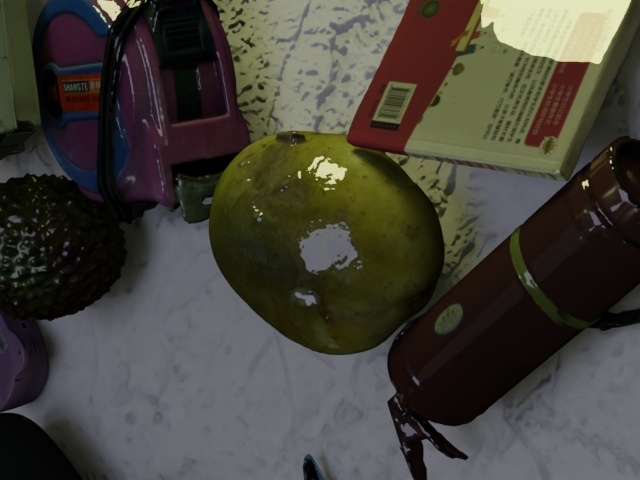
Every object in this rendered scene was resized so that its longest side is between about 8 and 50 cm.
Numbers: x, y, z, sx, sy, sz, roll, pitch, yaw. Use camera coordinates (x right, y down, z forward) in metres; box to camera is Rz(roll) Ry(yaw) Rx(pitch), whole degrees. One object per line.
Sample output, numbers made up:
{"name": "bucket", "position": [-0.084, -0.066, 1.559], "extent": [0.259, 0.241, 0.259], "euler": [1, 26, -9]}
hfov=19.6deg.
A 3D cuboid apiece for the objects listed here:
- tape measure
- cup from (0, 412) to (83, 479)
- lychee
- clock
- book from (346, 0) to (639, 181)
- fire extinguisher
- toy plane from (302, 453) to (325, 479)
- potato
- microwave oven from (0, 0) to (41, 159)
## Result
{"name": "tape measure", "position": [-0.170, -0.136, 1.769], "extent": [0.231, 0.149, 0.245], "euler": [5, 106, 57]}
{"name": "cup", "position": [-0.321, 0.302, 1.972], "extent": [0.176, 0.169, 0.223], "euler": [34, 152, 31]}
{"name": "lychee", "position": [-0.277, 0.004, 1.887], "extent": [0.171, 0.171, 0.171], "euler": [5, 98, 45]}
{"name": "clock", "position": [-0.352, 0.106, 2.043], "extent": [0.110, 0.050, 0.153], "euler": [-51, 59, 36]}
{"name": "book", "position": [0.137, -0.134, 1.486], "extent": [0.232, 0.022, 0.162], "euler": [12, 73, 44]}
{"name": "fire extinguisher", "position": [0.161, 0.068, 1.471], "extent": [0.341, 0.105, 0.141], "euler": [-46, 62, 35]}
{"name": "toy plane", "position": [0.009, 0.313, 1.670], "extent": [0.169, 0.078, 0.246], "euler": [-29, 73, 44]}
{"name": "potato", "position": [0.000, -0.002, 1.603], "extent": [0.228, 0.148, 0.197], "euler": [49, 118, 33]}
{"name": "microwave oven", "position": [-0.437, -0.164, 1.868], "extent": [0.355, 0.286, 0.219], "euler": [171, 91, -73]}
